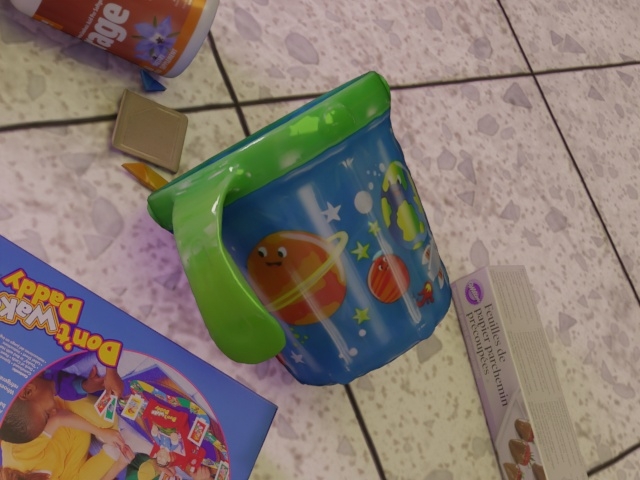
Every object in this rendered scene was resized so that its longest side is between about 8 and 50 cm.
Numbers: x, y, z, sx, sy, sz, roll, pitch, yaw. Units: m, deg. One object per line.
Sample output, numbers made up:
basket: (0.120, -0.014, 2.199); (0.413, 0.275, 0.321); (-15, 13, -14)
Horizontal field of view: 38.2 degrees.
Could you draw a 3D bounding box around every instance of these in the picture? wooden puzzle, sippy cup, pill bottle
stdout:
wooden puzzle: (-0.165, -0.104, 0.892); (0.078, 0.014, 0.116); (31, 54, -25)
sippy cup: (0.000, 0.000, 0.832); (0.305, 0.240, 0.224); (-34, 101, -24)
pill bottle: (-0.210, -0.246, 0.858); (0.216, 0.121, 0.121); (21, 57, -25)

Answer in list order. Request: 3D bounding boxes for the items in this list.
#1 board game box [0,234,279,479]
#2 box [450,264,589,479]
board game box: (-0.226, 0.144, 0.683); (0.347, 0.078, 0.233); (35, 52, -16)
box: (0.220, 0.186, 0.984); (0.067, 0.063, 0.324); (-1, 69, -37)
